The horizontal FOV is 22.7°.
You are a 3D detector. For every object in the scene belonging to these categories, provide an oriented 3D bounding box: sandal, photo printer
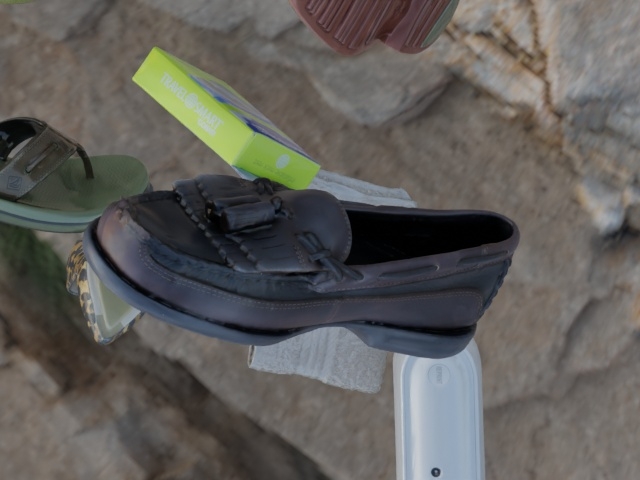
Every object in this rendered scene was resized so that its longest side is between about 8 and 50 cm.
[{"bbox_3d":[-0.303,-0.075,1.561,0.303,0.120,0.086,5,119,-31],"label":"sandal"},{"bbox_3d":[0.144,0.245,1.941,0.107,0.256,0.307,-2,87,3],"label":"photo printer"}]

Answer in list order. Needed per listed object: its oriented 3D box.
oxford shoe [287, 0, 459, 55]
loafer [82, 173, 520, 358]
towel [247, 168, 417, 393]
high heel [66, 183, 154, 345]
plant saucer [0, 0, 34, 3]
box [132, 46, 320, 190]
[{"bbox_3d":[0.027,-0.303,1.849,0.146,0.397,0.140,36,101,21],"label":"oxford shoe"},{"bbox_3d":[0.000,0.000,0.935,0.095,0.302,0.109,-53,50,24],"label":"loafer"},{"bbox_3d":[0.019,0.050,2.103,0.187,0.049,0.282,14,77,-13],"label":"towel"},{"bbox_3d":[-0.253,0.068,1.822,0.093,0.261,0.186,24,127,-17],"label":"high heel"},{"bbox_3d":[-0.364,-0.350,1.683,0.241,0.037,0.241,10,128,14],"label":"plant saucer"},{"bbox_3d":[-0.079,-0.101,1.436,0.178,0.109,0.042,42,101,34],"label":"box"}]
